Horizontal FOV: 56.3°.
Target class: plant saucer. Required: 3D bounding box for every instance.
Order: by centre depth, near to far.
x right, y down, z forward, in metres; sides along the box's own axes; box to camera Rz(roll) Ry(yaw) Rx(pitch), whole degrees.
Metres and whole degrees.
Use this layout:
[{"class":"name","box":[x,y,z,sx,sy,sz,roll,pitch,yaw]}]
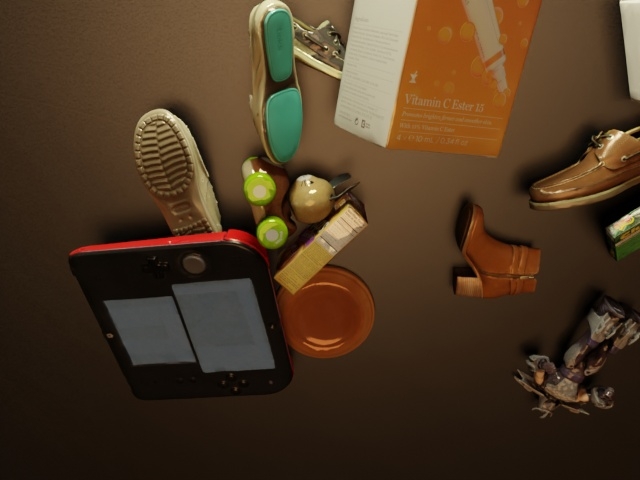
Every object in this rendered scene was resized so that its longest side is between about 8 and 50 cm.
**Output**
[{"class":"plant saucer","box":[0.007,0.145,1.157,0.199,0.037,0.200,0,111,1]}]

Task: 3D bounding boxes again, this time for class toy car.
[{"class":"toy car","box":[-0.031,-0.085,1.016,0.188,0.155,0.149,-16,110,-4]}]

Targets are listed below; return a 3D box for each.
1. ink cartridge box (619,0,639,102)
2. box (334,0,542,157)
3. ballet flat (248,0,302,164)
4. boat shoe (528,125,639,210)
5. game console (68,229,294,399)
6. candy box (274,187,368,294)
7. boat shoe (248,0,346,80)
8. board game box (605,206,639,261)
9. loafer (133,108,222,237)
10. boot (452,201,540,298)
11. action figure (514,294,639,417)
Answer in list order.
[{"class":"ink cartridge box","box":[0.613,-0.328,0.936,0.237,0.100,0.172,-16,110,5]},{"class":"box","box":[0.175,-0.313,0.874,0.214,0.168,0.346,-1,113,-27]},{"class":"ballet flat","box":[-0.076,-0.245,0.933,0.086,0.086,0.249,1,118,0]},{"class":"boat shoe","box":[0.491,-0.139,1.015,0.307,0.111,0.105,-19,106,-3]},{"class":"game console","box":[-0.238,0.156,1.103,0.341,0.060,0.387,-7,126,3]},{"class":"candy box","box":[0.000,0.000,1.063,0.186,0.109,0.053,-43,105,14]},{"class":"boat shoe","box":[-0.003,-0.316,0.959,0.223,0.080,0.073,22,115,-3]},{"class":"board game box","box":[0.620,-0.062,1.034,0.259,0.030,0.136,-34,151,12]},{"class":"loafer","box":[-0.242,-0.097,1.037,0.101,0.092,0.269,-13,113,4]},{"class":"boot","box":[0.325,0.018,1.089,0.152,0.073,0.197,-1,123,2]},{"class":"action figure","box":[0.501,0.240,1.158,0.185,0.099,0.285,22,113,-13]}]
